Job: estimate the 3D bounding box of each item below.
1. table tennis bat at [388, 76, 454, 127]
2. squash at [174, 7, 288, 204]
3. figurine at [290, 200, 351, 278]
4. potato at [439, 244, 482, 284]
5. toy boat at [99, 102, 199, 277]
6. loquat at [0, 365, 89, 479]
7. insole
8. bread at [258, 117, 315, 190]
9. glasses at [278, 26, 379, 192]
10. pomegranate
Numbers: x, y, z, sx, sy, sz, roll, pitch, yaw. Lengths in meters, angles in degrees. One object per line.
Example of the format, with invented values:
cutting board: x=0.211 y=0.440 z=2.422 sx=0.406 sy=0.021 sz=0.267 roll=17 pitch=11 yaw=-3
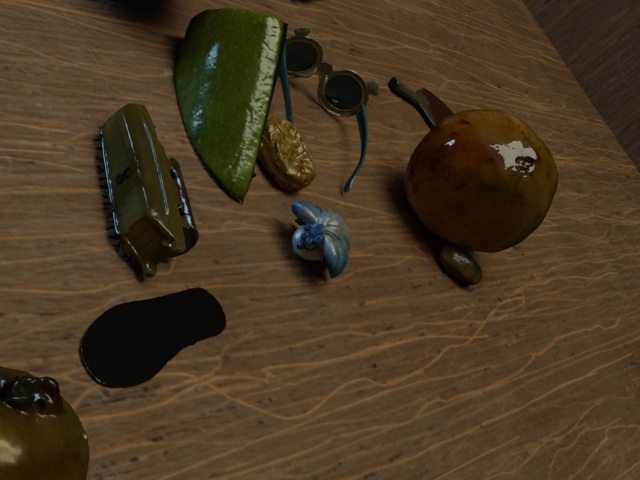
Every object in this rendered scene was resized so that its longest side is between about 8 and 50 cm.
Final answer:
table tennis bat: x=0.214 y=-0.253 z=1.970 sx=0.234 sy=0.022 sz=0.131 roll=27 pitch=37 yaw=-41
squash: x=-0.148 y=-0.173 z=1.329 sx=0.093 sy=0.169 sz=0.252 roll=23 pitch=73 yaw=-38
figurine: x=0.000 y=0.000 z=1.305 sx=0.114 sy=0.079 sz=0.114 roll=49 pitch=-10 yaw=11
potato: x=0.227 y=0.041 z=1.614 sx=0.092 sy=0.045 sz=0.046 roll=39 pitch=-6 yaw=-29
toy boat: x=-0.185 y=-0.059 z=1.094 sx=0.088 sy=0.068 sz=0.226 roll=29 pitch=32 yaw=-45
loquat: x=-0.231 y=0.154 z=0.685 sx=0.163 sy=0.163 sz=0.137 roll=19 pitch=11 yaw=-46
insole: x=-0.163 y=0.089 z=1.013 sx=0.080 sy=0.003 sz=0.232 roll=55 pitch=27 yaw=5
bread: x=-0.051 y=-0.118 z=1.382 sx=0.083 sy=0.044 sz=0.110 roll=0 pitch=59 yaw=-55
glasses: x=-0.011 y=-0.185 z=1.533 sx=0.190 sy=0.088 sz=0.220 roll=33 pitch=53 yaw=-33
pomegranate: x=0.256 y=-0.092 z=1.628 sx=0.248 sy=0.248 sz=0.248 roll=37 pitch=31 yaw=-27
